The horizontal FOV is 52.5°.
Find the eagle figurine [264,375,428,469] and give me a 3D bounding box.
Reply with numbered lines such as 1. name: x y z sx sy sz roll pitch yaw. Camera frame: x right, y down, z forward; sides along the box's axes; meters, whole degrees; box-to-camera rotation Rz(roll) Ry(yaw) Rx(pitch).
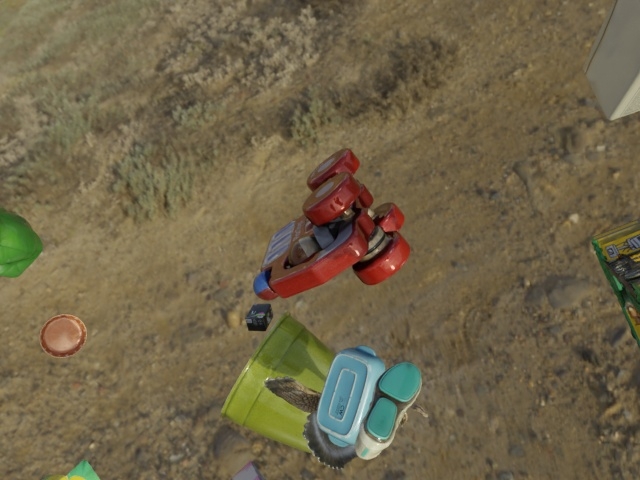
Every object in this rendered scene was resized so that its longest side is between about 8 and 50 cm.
1. eagle figurine: 0.043 0.375 1.449 0.298 0.226 0.225 -13 78 -28

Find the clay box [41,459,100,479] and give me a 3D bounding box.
1. clay box: -0.329 0.369 0.731 0.053 0.127 0.222 -19 14 42

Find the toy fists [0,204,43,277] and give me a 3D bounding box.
1. toy fists: -0.483 -0.020 0.788 0.279 0.142 0.096 13 88 2

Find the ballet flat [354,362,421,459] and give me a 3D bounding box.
1. ballet flat: 0.084 0.219 0.845 0.057 0.052 0.168 32 33 13

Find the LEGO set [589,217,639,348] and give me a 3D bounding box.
1. LEGO set: 0.316 0.066 0.404 0.192 0.331 0.255 -25 82 18

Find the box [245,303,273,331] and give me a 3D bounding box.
1. box: -0.194 0.245 2.069 0.062 0.052 0.083 0 29 17

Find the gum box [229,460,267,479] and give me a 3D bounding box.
1. gum box: -0.107 0.371 0.865 0.107 0.062 0.188 -39 3 -13

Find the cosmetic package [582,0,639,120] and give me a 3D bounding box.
1. cosmetic package: 0.504 -0.303 0.932 0.160 0.309 0.113 -20 74 4

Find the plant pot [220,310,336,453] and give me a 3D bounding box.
1. plant pot: -0.044 0.455 1.911 0.353 0.366 0.366 31 60 7

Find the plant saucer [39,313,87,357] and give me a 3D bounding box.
1. plant saucer: -0.483 0.178 1.218 0.083 0.083 0.013 -42 23 -17

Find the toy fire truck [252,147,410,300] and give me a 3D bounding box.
1. toy fire truck: 0.000 0.000 1.110 0.254 0.169 0.302 -36 18 18

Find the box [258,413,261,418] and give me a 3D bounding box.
1. box: -0.109 0.477 1.903 0.201 0.021 0.164 9 12 -24

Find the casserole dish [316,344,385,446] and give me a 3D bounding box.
1. casserole dish: 0.049 0.282 1.185 0.114 0.037 0.188 14 85 39
